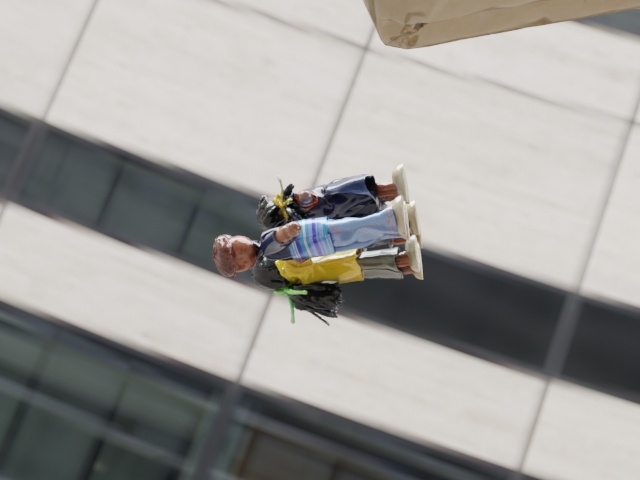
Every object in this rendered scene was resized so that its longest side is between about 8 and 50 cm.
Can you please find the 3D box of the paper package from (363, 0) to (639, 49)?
[{"bbox_3d":[0.124,-0.273,0.904,0.309,0.325,0.168,-11,-35,-9],"label":"paper package"}]

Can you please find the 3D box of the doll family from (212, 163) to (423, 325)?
[{"bbox_3d":[0.000,0.000,1.148,0.111,0.076,0.193,-7,-20,6],"label":"doll family"}]
